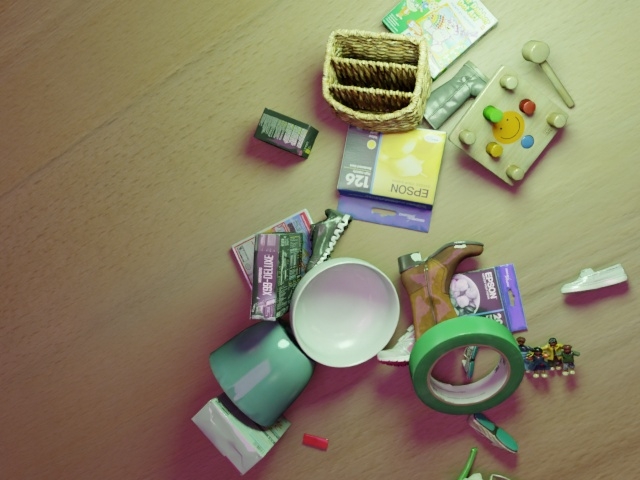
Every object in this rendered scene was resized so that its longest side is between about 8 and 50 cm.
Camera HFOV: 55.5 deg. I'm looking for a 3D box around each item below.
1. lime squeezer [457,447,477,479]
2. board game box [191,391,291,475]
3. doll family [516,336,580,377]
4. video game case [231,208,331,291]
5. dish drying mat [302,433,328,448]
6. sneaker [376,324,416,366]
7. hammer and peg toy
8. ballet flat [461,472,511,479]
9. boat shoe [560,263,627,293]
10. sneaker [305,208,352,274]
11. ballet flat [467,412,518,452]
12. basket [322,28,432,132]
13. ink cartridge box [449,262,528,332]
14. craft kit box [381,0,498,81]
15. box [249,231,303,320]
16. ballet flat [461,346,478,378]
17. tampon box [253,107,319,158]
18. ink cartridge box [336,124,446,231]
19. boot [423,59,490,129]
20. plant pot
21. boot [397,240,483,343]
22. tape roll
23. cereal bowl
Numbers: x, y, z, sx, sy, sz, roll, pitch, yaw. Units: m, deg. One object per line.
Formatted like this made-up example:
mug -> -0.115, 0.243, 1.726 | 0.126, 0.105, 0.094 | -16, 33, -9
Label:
lime squeezer -> 0.453, 0.799, 1.863 | 0.110, 0.059, 0.310 | -11, 87, -16
board game box -> -0.235, 0.561, 1.883 | 0.097, 0.303, 0.224 | -46, 81, 11
doll family -> 0.651, 0.334, 1.779 | 0.193, 0.076, 0.111 | -10, 109, 9
video game case -> -0.127, 0.048, 1.985 | 0.285, 0.025, 0.204 | -26, 85, 13
dish drying mat -> -0.016, 0.655, 1.985 | 0.083, 0.008, 0.032 | 10, 93, 14
sneaker -> 0.288, 0.311, 1.851 | 0.252, 0.103, 0.111 | -15, 70, -4
hammer and peg toy -> 0.566, -0.359, 1.708 | 0.266, 0.127, 0.361 | 33, 103, -15
ballet flat -> 0.494, 0.736, 1.810 | 0.248, 0.086, 0.086 | 9, 94, -3
boat shoe -> 0.782, 0.110, 1.751 | 0.184, 0.066, 0.063 | -17, 74, 16
sneaker -> 0.000, 0.000, 1.906 | 0.106, 0.078, 0.234 | 31, 81, 6
ballet flat -> 0.519, 0.585, 1.840 | 0.168, 0.057, 0.052 | 41, 128, 13
basket -> 0.154, -0.455, 1.765 | 0.299, 0.223, 0.213 | 14, 76, 18
ink cartridge box -> 0.498, 0.187, 1.829 | 0.208, 0.045, 0.206 | -13, 87, 13
craft kit box -> 0.357, -0.656, 1.834 | 0.246, 0.061, 0.250 | -41, 83, 9
box -> -0.124, 0.097, 1.814 | 0.076, 0.307, 0.242 | 3, 93, 11
ballet flat -> 0.453, 0.362, 1.853 | 0.041, 0.041, 0.114 | 12, 94, 13
tampon box -> -0.106, -0.336, 1.918 | 0.161, 0.120, 0.101 | 24, 96, 12
ink cartridge box -> 0.211, -0.202, 1.875 | 0.303, 0.072, 0.307 | 10, 92, 13
boot -> 0.415, -0.409, 1.816 | 0.208, 0.076, 0.189 | -42, 69, 5
plant pot -> -0.157, 0.381, 1.877 | 0.235, 0.293, 0.293 | -42, 82, 4
boot -> 0.378, 0.154, 1.778 | 0.264, 0.096, 0.280 | -14, 76, 3
tape roll -> 0.418, 0.365, 1.754 | 0.321, 0.077, 0.321 | -1, 123, -2
cereal bowl -> 0.062, 0.204, 1.854 | 0.339, 0.141, 0.339 | -4, 107, -14
